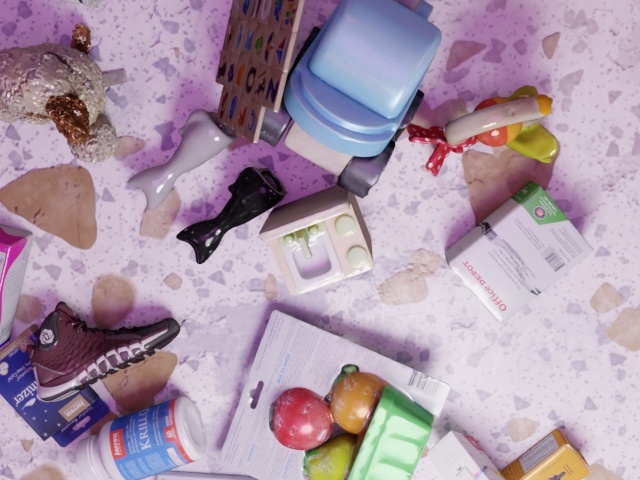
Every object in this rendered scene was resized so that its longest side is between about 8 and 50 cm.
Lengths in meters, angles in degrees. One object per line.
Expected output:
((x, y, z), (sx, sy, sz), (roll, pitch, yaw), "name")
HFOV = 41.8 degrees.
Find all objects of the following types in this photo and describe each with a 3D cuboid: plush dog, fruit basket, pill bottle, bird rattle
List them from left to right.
((-0.451, -0.257, 1.384), (0.262, 0.225, 0.211), (26, 102, -3), "plush dog")
((-0.336, 0.383, 1.572), (0.221, 0.124, 0.124), (-21, 101, 6), "pill bottle")
((0.022, 0.336, 1.554), (0.353, 0.165, 0.327), (23, 102, 13), "fruit basket")
((0.273, -0.196, 1.388), (0.253, 0.207, 0.143), (-5, 84, -6), "bird rattle")

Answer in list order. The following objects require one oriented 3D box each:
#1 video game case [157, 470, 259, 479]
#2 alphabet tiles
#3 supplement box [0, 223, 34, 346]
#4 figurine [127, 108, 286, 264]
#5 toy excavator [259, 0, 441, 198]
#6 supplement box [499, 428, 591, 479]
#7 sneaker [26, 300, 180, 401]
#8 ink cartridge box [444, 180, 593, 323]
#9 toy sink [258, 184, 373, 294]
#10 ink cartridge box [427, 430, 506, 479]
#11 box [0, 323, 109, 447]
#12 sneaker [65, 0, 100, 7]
((-0.217, 0.553, 1.656), (0.212, 0.023, 0.193), (3, 103, 3), "video game case")
((-0.102, -0.310, 1.311), (0.011, 0.342, 0.285), (8, 104, -24), "alphabet tiles")
((-0.614, 0.084, 1.525), (0.114, 0.111, 0.220), (19, 102, -1), "supplement box")
((-0.208, -0.093, 1.485), (0.209, 0.092, 0.215), (-40, 97, 14), "figurine")
((0.121, -0.348, 1.291), (0.222, 0.433, 0.445), (32, 142, -4), "toy excavator")
((0.390, 0.462, 1.583), (0.233, 0.080, 0.078), (-40, 99, 12), "supplement box")
((-0.412, 0.168, 1.541), (0.281, 0.106, 0.163), (-26, 80, -8), "sneaker")
((0.345, 0.021, 1.481), (0.208, 0.087, 0.153), (-40, 98, 9), "ink cartridge box")
((0.000, 0.000, 1.417), (0.152, 0.234, 0.131), (-21, 100, 6), "toy sink")
((0.292, 0.445, 1.513), (0.067, 0.115, 0.198), (-44, 57, 11), "ink cartridge box")
((-0.526, 0.287, 1.605), (0.136, 0.036, 0.225), (-39, 99, 9), "box")
((-0.399, -0.515, 1.401), (0.094, 0.090, 0.235), (18, 101, 8), "sneaker")
